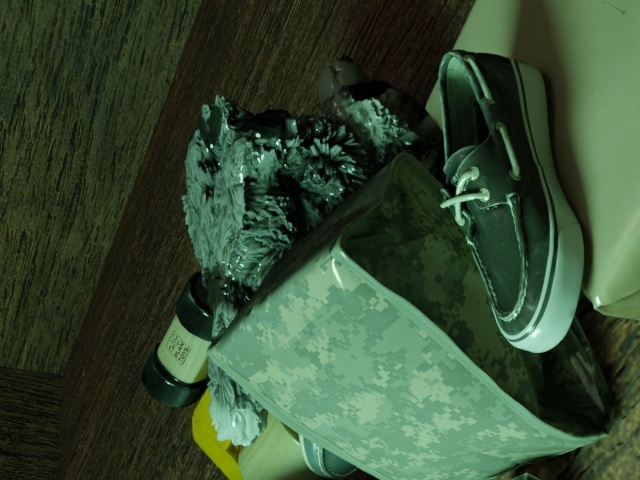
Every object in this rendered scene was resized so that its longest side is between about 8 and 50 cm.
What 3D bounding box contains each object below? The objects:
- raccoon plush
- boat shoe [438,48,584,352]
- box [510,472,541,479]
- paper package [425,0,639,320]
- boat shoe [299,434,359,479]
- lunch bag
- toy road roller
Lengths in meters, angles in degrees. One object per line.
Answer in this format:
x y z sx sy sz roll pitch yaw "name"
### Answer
0.000 0.000 0.968 0.216 0.299 0.446 29 117 59 "raccoon plush"
0.111 -0.032 0.515 0.078 0.070 0.219 129 147 -51 "boat shoe"
0.149 0.306 0.608 0.087 0.058 0.232 -48 19 46 "box"
0.250 -0.140 0.559 0.309 0.168 0.325 -64 24 24 "paper package"
0.068 0.139 0.885 0.319 0.116 0.099 -66 24 7 "boat shoe"
0.086 0.104 0.714 0.235 0.287 0.169 -41 9 46 "lunch bag"
-0.065 0.178 1.109 0.329 0.241 0.202 45 126 19 "toy road roller"
